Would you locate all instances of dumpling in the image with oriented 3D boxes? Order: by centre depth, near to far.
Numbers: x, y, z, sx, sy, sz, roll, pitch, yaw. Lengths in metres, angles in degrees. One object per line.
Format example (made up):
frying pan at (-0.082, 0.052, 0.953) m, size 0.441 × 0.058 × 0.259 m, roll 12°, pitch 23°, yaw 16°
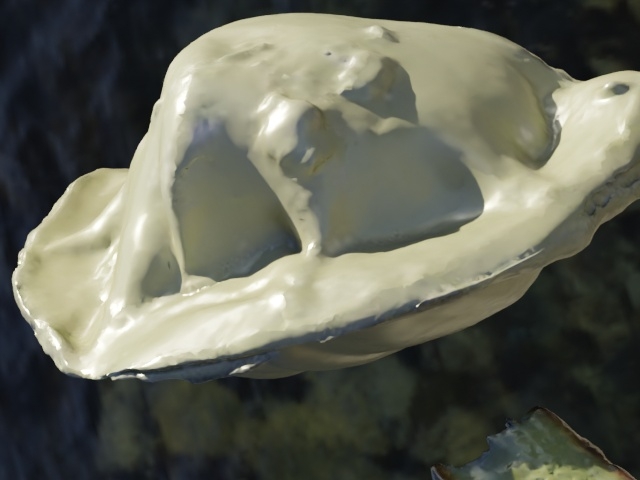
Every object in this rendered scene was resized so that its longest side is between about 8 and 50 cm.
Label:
dumpling at (0.000, 0.000, 0.989) m, size 0.395 × 0.315 × 0.233 m, roll -6°, pitch 119°, yaw 25°

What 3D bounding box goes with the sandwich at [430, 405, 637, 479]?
sandwich at (0.151, 0.189, 0.785) m, size 0.258 × 0.094 × 0.096 m, roll 45°, pitch 147°, yaw 39°
